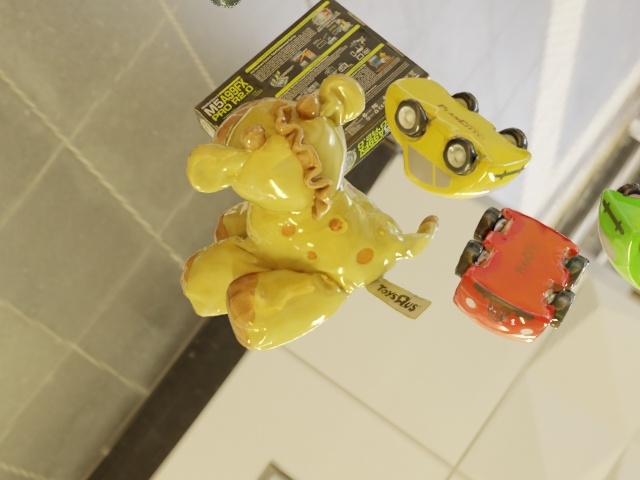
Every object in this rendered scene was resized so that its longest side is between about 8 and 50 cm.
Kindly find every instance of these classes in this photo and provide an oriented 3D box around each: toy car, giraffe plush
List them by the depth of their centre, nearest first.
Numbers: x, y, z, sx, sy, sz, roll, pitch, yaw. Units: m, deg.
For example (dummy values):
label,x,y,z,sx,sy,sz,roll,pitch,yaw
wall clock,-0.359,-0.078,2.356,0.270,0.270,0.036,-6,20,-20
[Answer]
label,x,y,z,sx,sy,sz,roll,pitch,yaw
toy car,0.153,-0.003,0.723,0.239,0.225,0.053,-105,-148,-52
giraffe plush,-0.025,-0.033,0.905,0.181,0.210,0.170,-51,131,-32

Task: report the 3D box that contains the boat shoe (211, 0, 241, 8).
label,x,y,z,sx,sy,sz,roll,pitch,yaw
boat shoe,-0.164,-0.445,1.868,0.258,0.109,0.089,78,9,-56

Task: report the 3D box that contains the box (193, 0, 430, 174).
label,x,y,z,sx,sy,sz,roll,pitch,yaw
box,-0.010,-0.198,1.730,0.270,0.216,0.060,-43,155,-13
